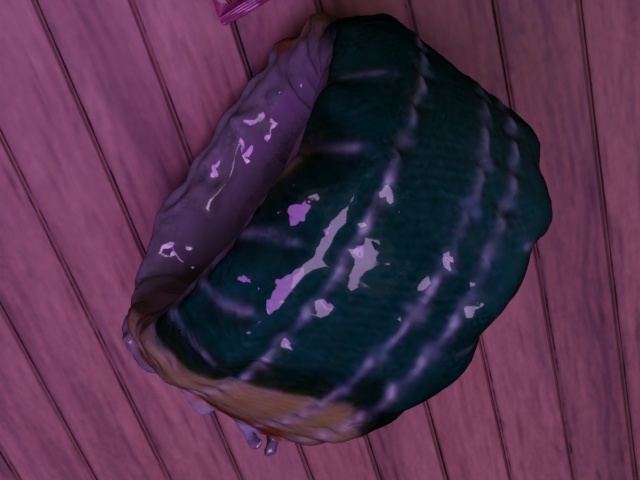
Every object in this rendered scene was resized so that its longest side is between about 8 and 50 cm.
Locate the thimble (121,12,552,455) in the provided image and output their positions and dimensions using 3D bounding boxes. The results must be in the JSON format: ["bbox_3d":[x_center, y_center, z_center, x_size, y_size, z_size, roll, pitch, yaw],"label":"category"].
[{"bbox_3d":[0.000,0.000,0.591,0.167,0.254,0.288,31,111,-21],"label":"thimble"}]

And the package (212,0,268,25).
[{"bbox_3d":[-0.059,-0.194,0.605,0.059,0.029,0.083,-23,109,13],"label":"package"}]
